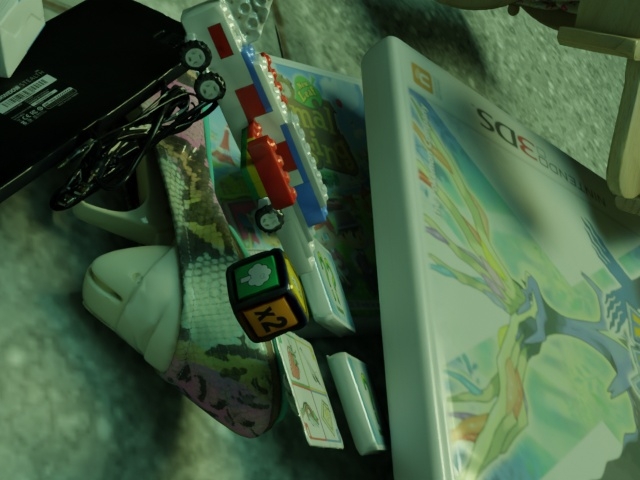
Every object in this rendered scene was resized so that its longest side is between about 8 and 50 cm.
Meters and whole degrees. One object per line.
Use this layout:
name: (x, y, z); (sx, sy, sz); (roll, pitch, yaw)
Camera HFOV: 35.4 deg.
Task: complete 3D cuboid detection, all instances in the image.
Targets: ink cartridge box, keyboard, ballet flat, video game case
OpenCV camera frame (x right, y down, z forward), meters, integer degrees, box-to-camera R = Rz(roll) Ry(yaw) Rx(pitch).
ink cartridge box: (-0.174, -0.102, 0.453); (0.083, 0.028, 0.048); (8, 43, 5)
keyboard: (-0.122, -0.047, 0.451); (0.100, 0.038, 0.192); (28, 48, 18)
ballet flat: (-0.079, -0.004, 0.484); (0.079, 0.077, 0.222); (2, 55, -29)
video game case: (0.152, 0.058, 0.634); (0.300, 0.036, 0.329); (26, 45, -33)
video game case: (0.000, -0.032, 0.634); (0.212, 0.023, 0.193); (4, 60, -49)

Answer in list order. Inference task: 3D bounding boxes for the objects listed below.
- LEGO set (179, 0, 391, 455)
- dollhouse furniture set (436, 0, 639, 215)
LEGO set: (0.000, 0.000, 0.444); (0.244, 0.060, 0.183); (47, 23, -73)
dollhouse furniture set: (0.150, -0.146, 0.789); (0.303, 0.355, 0.174); (-8, 113, -47)
